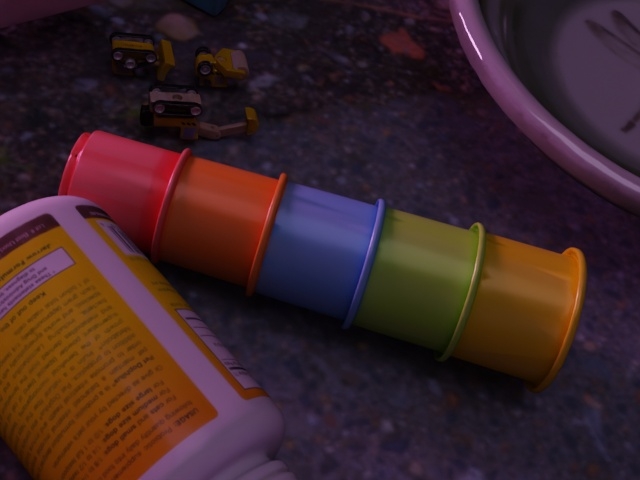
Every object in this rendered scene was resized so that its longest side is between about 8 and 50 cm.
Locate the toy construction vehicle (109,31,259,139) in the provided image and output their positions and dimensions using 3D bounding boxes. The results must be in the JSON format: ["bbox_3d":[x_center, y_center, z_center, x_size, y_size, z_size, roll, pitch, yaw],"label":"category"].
[{"bbox_3d":[-0.097,-0.106,0.773,0.098,0.035,0.086,0,43,-20],"label":"toy construction vehicle"}]

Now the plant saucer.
[{"bbox_3d":[0.277,-0.133,0.859,0.401,0.100,0.400,8,52,-11],"label":"plant saucer"}]

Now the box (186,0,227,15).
[{"bbox_3d":[-0.158,-0.276,0.859,0.244,0.060,0.100,28,52,5],"label":"box"}]

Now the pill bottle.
[{"bbox_3d":[-0.100,0.086,0.570,0.117,0.117,0.215,-31,68,-33],"label":"pill bottle"}]

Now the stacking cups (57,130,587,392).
[{"bbox_3d":[0.000,0.000,0.678,0.316,0.096,0.096,19,51,-3],"label":"stacking cups"}]

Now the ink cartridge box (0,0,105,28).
[{"bbox_3d":[-0.247,-0.254,0.749,0.160,0.092,0.219,-17,74,-11],"label":"ink cartridge box"}]
